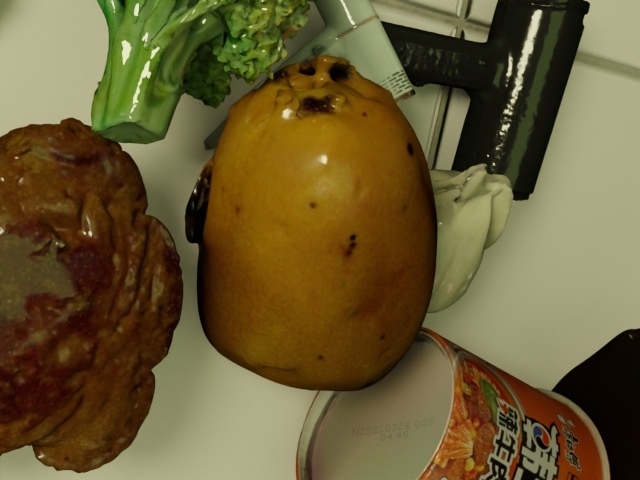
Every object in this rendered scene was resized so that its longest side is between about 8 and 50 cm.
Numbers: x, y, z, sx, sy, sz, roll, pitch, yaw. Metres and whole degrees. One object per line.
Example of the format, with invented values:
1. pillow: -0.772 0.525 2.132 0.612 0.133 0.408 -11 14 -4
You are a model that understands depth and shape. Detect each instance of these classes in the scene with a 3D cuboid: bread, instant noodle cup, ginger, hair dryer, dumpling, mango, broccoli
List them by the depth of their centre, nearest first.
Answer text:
1. broccoli: -0.102 -0.152 0.582 0.194 0.194 0.220 -57 163 -6
2. bread: -0.219 0.034 0.586 0.232 0.135 0.247 2 104 -35
3. mango: 0.000 0.000 0.680 0.201 0.152 0.287 -31 139 -25
4. hair dryer: -0.036 -0.146 0.713 0.183 0.044 0.155 -27 93 0
5. hair dryer: 0.119 -0.154 0.812 0.251 0.089 0.197 9 102 -27
6. dumpling: 0.104 0.001 0.817 0.136 0.118 0.199 9 137 -40
7. instant noodle cup: 0.110 0.211 0.820 0.192 0.250 0.250 36 83 -29
8. ginger: 0.352 0.273 0.906 0.211 0.358 0.413 39 85 -3
